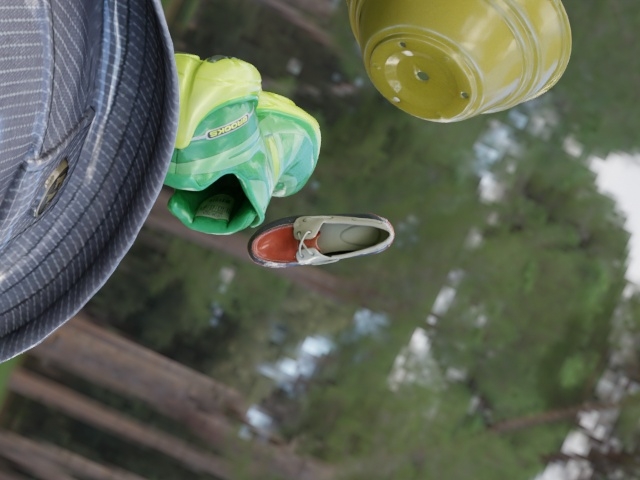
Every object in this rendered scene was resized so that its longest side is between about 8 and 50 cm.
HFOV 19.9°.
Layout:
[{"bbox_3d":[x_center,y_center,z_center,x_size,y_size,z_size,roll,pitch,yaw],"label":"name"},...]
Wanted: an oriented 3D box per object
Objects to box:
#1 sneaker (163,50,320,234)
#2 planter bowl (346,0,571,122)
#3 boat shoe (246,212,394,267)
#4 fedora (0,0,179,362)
[{"bbox_3d":[-0.078,-0.065,1.406,0.295,0.109,0.123,27,74,-75],"label":"sneaker"},{"bbox_3d":[0.105,-0.170,1.615,0.090,0.217,0.217,-61,-175,-36],"label":"planter bowl"},{"bbox_3d":[0.000,0.000,1.682,0.043,0.137,0.049,-113,-163,-83],"label":"boat shoe"},{"bbox_3d":[-0.169,-0.026,0.474,0.275,0.243,0.124,-46,-162,36],"label":"fedora"}]
